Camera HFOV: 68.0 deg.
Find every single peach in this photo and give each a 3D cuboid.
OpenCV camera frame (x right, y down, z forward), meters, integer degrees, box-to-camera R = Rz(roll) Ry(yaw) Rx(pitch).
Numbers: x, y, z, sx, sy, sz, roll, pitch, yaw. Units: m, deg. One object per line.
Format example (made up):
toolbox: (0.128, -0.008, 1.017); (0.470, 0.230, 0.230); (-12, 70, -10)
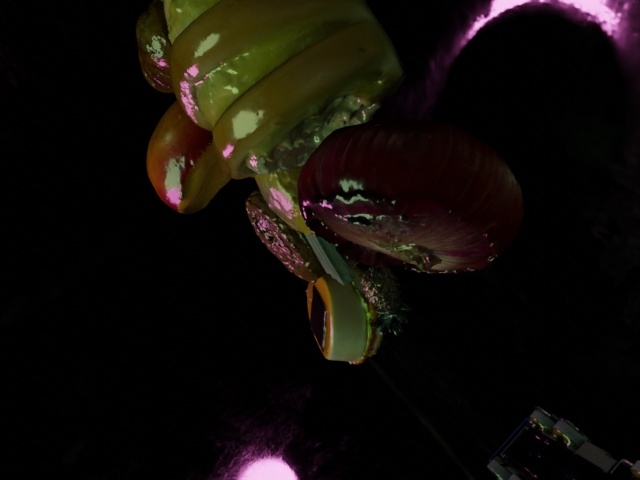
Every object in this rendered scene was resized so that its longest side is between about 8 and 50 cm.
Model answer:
peach: (-0.327, -0.274, 1.302); (0.242, 0.380, 0.306); (51, -164, 5)

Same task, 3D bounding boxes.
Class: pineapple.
pineapple: (0.148, 0.137, 1.115); (0.083, 0.103, 0.221); (26, 154, 42)

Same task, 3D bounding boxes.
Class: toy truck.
toy truck: (0.399, 0.386, 0.727); (0.175, 0.146, 0.367); (46, 173, -3)

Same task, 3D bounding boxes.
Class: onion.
onion: (0.091, -0.048, 0.519); (0.248, 0.248, 0.161); (133, 138, -80)

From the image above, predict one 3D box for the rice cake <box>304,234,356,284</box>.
rice cake: (0.000, 0.000, 1.034); (0.211, 0.038, 0.124); (59, 169, -24)

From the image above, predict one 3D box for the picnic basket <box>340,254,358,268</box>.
picnic basket: (0.053, -0.012, 1.094); (0.115, 0.079, 0.164); (51, 170, 20)

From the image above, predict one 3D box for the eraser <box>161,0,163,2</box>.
eraser: (-0.169, -0.334, 0.889); (0.272, 0.122, 0.359); (50, 169, 25)

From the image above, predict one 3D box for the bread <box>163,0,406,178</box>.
bread: (-0.076, -0.204, 0.571); (0.270, 0.211, 0.315); (53, 158, -9)

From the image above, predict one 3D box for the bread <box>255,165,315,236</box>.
bread: (-0.028, -0.116, 0.838); (0.197, 0.170, 0.197); (49, 168, 14)

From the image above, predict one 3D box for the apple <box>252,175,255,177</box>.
apple: (-0.149, -0.222, 1.116); (0.131, 0.146, 0.146); (34, 173, -11)

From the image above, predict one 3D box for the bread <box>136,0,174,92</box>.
bread: (-0.263, -0.315, 0.795); (0.124, 0.084, 0.344); (58, 170, -19)

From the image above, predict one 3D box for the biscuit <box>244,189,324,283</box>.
biscuit: (-0.098, -0.004, 1.213); (0.296, 0.075, 0.296); (44, 162, 19)

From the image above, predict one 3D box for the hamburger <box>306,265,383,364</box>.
hamburger: (0.075, 0.204, 1.344); (0.294, 0.179, 0.276); (-126, 35, -57)

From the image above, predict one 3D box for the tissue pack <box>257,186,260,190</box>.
tissue pack: (-0.064, -0.038, 1.432); (0.259, 0.122, 0.361); (48, 168, 7)
